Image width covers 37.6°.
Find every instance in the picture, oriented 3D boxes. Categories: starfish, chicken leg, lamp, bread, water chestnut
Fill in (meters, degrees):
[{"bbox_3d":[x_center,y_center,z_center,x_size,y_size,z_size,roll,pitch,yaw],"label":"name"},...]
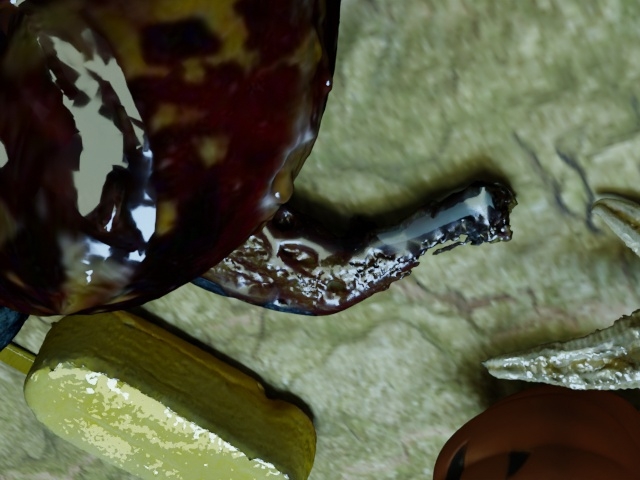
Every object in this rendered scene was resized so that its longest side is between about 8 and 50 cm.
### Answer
[{"bbox_3d":[0.236,0.077,0.548,0.248,0.050,0.138,28,103,-3],"label":"starfish"},{"bbox_3d":[0.000,0.000,0.605,0.253,0.051,0.105,-1,128,19],"label":"chicken leg"},{"bbox_3d":[0.171,0.186,0.625,0.164,0.187,0.188,-32,116,35],"label":"lamp"},{"bbox_3d":[-0.116,0.139,0.762,0.246,0.094,0.102,30,128,-10],"label":"bread"},{"bbox_3d":[-0.139,-0.092,0.404,0.300,0.300,0.300,11,136,11],"label":"water chestnut"}]

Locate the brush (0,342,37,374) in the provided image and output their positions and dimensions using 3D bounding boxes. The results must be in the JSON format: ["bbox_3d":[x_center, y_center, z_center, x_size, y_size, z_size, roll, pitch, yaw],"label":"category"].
[{"bbox_3d":[-0.287,0.097,0.847,0.218,0.010,0.082,30,136,-11],"label":"brush"}]

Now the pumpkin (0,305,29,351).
[{"bbox_3d":[-0.312,0.011,0.595,0.248,0.248,0.248,11,136,11],"label":"pumpkin"}]
